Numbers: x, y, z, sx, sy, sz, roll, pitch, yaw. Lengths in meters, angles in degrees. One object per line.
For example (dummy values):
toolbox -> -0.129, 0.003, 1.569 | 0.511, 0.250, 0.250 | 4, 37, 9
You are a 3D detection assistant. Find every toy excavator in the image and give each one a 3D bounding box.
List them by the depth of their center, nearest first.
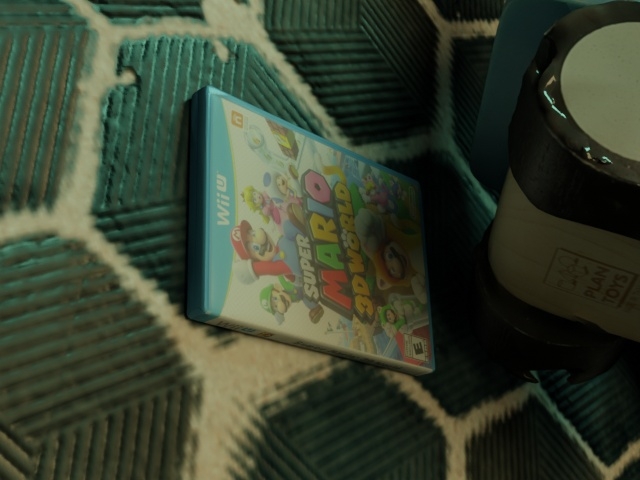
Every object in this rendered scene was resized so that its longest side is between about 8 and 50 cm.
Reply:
toy excavator -> 0.200, -0.148, 0.592 | 0.222, 0.432, 0.445 | 89, 23, -59

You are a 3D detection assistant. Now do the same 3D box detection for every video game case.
video game case -> 0.000, 0.000, 0.510 | 0.166, 0.015, 0.119 | 20, 60, -42
